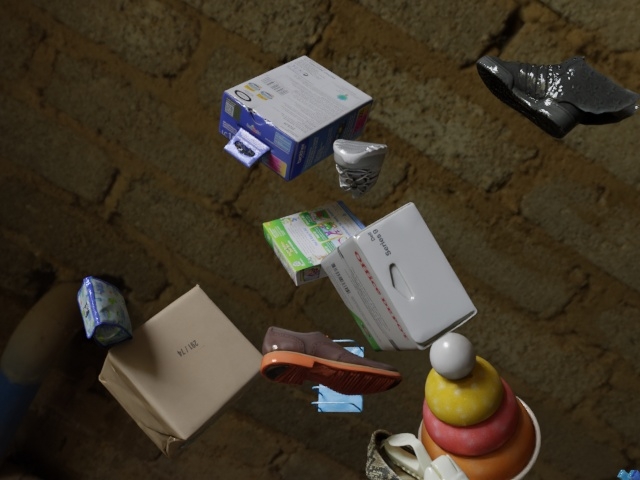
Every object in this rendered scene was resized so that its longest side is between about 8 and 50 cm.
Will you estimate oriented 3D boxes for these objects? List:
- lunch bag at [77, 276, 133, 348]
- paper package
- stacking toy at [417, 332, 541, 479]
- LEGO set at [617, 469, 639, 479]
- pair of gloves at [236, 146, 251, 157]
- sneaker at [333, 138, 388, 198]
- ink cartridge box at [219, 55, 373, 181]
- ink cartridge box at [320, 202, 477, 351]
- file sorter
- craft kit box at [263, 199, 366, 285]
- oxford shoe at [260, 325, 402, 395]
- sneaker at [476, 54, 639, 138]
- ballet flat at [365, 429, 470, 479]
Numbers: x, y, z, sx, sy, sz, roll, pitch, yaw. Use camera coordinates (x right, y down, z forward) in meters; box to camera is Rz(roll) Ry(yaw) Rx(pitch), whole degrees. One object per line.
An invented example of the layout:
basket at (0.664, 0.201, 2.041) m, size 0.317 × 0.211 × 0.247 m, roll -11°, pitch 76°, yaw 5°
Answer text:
lunch bag at (-0.517, 0.170, 1.555) m, size 0.096 × 0.151 × 0.129 m, roll -20°, pitch 65°, yaw -10°
paper package at (-0.353, 0.336, 1.710) m, size 0.309 × 0.168 × 0.325 m, roll 45°, pitch 48°, yaw 8°
stacking toy at (0.401, 0.428, 1.780) m, size 0.351 × 0.350 × 0.480 m, roll -99°, pitch 171°, yaw -51°
LEGO set at (0.682, 0.527, 1.331) m, size 0.093 × 0.227 × 0.087 m, roll 47°, pitch 64°, yaw -1°
pair of gloves at (-0.233, -0.295, 2.024) m, size 0.074 × 0.083 × 0.010 m, roll 20°, pitch -12°, yaw 4°
sneaker at (0.087, -0.143, 1.368) m, size 0.105 × 0.115 × 0.281 m, roll 9°, pitch 3°, yaw 12°
ink cartridge box at (-0.087, -0.333, 1.797) m, size 0.270 × 0.151 × 0.395 m, roll 37°, pitch 47°, yaw 20°
ink cartridge box at (0.124, 0.077, 1.144) m, size 0.121 × 0.289 × 0.211 m, roll -30°, pitch 87°, yaw -14°
file sorter at (0.043, 0.350, 1.692) m, size 0.104 × 0.118 × 0.170 m, roll 53°, pitch 36°, yaw -61°
craft kit box at (0.000, 0.000, 1.779) m, size 0.246 × 0.061 × 0.250 m, roll -15°, pitch 37°, yaw -18°
oxford shoe at (0.025, 0.213, 1.191) m, size 0.271 × 0.097 × 0.098 m, roll 16°, pitch 46°, yaw -20°
sneaker at (0.266, -0.178, 0.746) m, size 0.170 × 0.089 × 0.051 m, roll 49°, pitch -1°, yaw 29°
ballet flat at (0.265, 0.605, 1.674) m, size 0.164 × 0.182 × 0.483 m, roll -11°, pitch 11°, yaw -28°
